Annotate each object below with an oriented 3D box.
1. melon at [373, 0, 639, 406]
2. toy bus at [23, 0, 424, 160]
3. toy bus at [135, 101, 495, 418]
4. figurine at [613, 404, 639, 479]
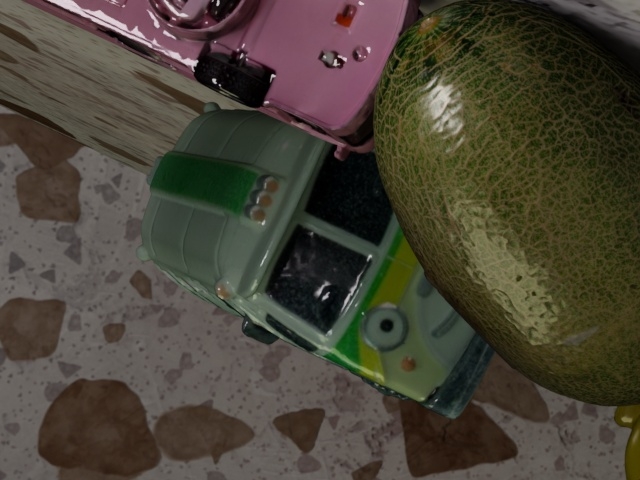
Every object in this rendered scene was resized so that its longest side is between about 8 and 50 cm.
[{"bbox_3d":[0.076,-0.011,0.563,0.162,0.099,0.099,46,164,-34],"label":"melon"},{"bbox_3d":[-0.060,-0.095,0.609,0.203,0.063,0.090,26,180,14],"label":"toy bus"},{"bbox_3d":[0.000,0.000,1.002,0.165,0.133,0.276,26,176,-18],"label":"toy bus"},{"bbox_3d":[0.339,0.184,1.137,0.327,0.169,0.218,23,-179,33],"label":"figurine"}]
